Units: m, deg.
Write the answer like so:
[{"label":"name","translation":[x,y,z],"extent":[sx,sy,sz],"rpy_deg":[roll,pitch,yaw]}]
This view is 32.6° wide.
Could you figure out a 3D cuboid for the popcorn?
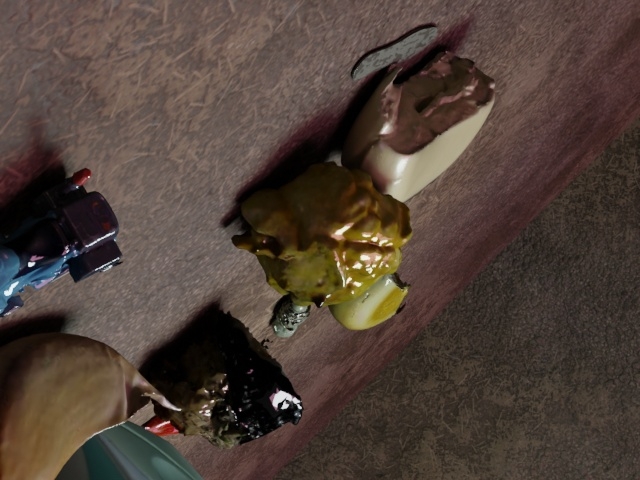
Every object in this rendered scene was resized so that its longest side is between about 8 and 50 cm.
[{"label":"popcorn","translation":[0.000,0.000,1.617],"extent":[0.266,0.192,0.233],"rpy_deg":[8,152,-24]}]

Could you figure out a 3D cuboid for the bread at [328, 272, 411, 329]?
[{"label":"bread","translation":[0.079,0.089,2.205],"extent":[0.156,0.158,0.260],"rpy_deg":[-24,158,-28]}]

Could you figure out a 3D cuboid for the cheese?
[{"label":"cheese","translation":[0.148,-0.175,1.693],"extent":[0.266,0.127,0.233],"rpy_deg":[-36,162,-37]}]

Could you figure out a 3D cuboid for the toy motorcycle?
[{"label":"toy motorcycle","translation":[-0.313,0.023,1.073],"extent":[0.272,0.123,0.182],"rpy_deg":[-31,-178,-34]}]

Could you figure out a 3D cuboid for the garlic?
[{"label":"garlic","translation":[-0.336,0.214,1.375],"extent":[0.151,0.196,0.338],"rpy_deg":[-37,178,30]}]

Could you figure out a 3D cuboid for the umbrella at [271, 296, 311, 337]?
[{"label":"umbrella","translation":[-0.059,0.151,2.160],"extent":[0.067,0.062,0.143],"rpy_deg":[-1,154,-21]}]

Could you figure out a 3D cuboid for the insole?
[{"label":"insole","translation":[0.108,-0.270,1.565],"extent":[0.193,0.006,0.065],"rpy_deg":[-30,160,-40]}]

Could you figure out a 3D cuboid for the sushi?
[{"label":"sushi","translation":[-0.175,0.259,1.869],"extent":[0.219,0.225,0.238],"rpy_deg":[-29,128,-20]}]

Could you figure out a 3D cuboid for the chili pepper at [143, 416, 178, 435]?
[{"label":"chili pepper","translation":[-0.277,0.351,2.150],"extent":[0.191,0.050,0.059],"rpy_deg":[-4,142,-49]}]

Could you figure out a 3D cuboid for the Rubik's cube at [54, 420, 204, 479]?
[{"label":"Rubik's cube","translation":[-0.341,0.509,1.721],"extent":[0.352,0.351,0.347],"rpy_deg":[-43,150,1]}]
